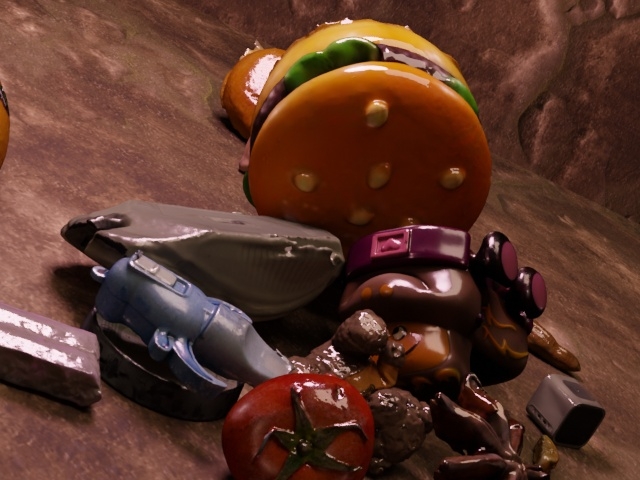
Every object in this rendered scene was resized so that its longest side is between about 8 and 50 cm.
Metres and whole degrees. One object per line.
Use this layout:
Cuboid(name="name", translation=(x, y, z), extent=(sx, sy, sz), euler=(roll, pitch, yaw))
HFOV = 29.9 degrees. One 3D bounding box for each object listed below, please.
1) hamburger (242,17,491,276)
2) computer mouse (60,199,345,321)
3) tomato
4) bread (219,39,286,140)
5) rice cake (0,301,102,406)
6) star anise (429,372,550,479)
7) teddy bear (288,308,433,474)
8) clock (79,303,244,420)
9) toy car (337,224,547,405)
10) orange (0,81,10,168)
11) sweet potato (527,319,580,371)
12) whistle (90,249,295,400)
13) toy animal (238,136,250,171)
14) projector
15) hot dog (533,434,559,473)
Cuboid(name="hamburger", translation=(0.063, -0.136, 1.862), extent=(0.395, 0.396, 0.277), euler=(24, 28, -15))
Cuboid(name="computer mouse", translation=(-0.150, 0.036, 1.645), extent=(0.429, 0.146, 0.228), euler=(6, 12, -40))
Cuboid(name="tomato", translation=(-0.027, 0.223, 1.323), extent=(0.167, 0.167, 0.167), euler=(26, 18, -9))
Cuboid(name="bread", translation=(-0.027, -0.262, 2.570), extent=(0.388, 0.236, 0.183), euler=(24, 0, 12))
Cuboid(name="rice cake", translation=(-0.374, 0.096, 1.291), extent=(0.297, 0.050, 0.106), euler=(22, 18, -20))
Cuboid(name="star anise", translation=(0.227, 0.303, 1.534), extent=(0.288, 0.088, 0.288), euler=(40, 28, -27))
Cuboid(name="teddy bear", translation=(0.051, 0.206, 1.538), extent=(0.177, 0.140, 0.190), euler=(-37, 71, -25))
Cuboid(name="clock", translation=(-0.191, 0.139, 1.470), extent=(0.215, 0.042, 0.215), euler=(26, 17, -9))
Cuboid(name="toy car", translation=(0.170, 0.136, 1.732), extent=(0.271, 0.240, 0.340), euler=(-10, -30, 32))
Cuboid(name="orange", translation=(-0.498, -0.133, 1.396), extent=(0.274, 0.274, 0.274), euler=(26, 18, -9))
Cuboid(name="sweet potato", translation=(0.411, 0.188, 2.244), extent=(0.182, 0.054, 0.053), euler=(37, 28, 16))
Cuboid(name="whistle", translation=(-0.155, 0.103, 1.428), extent=(0.269, 0.093, 0.180), euler=(34, 23, -6))
Cuboid(name="toy animal", translation=(-0.047, -0.167, 2.377), extent=(0.197, 0.171, 0.171), euler=(23, 17, 6))
Cuboid(name="projector", translation=(0.393, 0.274, 1.923), extent=(0.083, 0.083, 0.082), euler=(16, 22, -34))
Cuboid(name="hot dog", translation=(0.339, 0.323, 1.790), extent=(0.034, 0.030, 0.090), euler=(31, 18, 2))
